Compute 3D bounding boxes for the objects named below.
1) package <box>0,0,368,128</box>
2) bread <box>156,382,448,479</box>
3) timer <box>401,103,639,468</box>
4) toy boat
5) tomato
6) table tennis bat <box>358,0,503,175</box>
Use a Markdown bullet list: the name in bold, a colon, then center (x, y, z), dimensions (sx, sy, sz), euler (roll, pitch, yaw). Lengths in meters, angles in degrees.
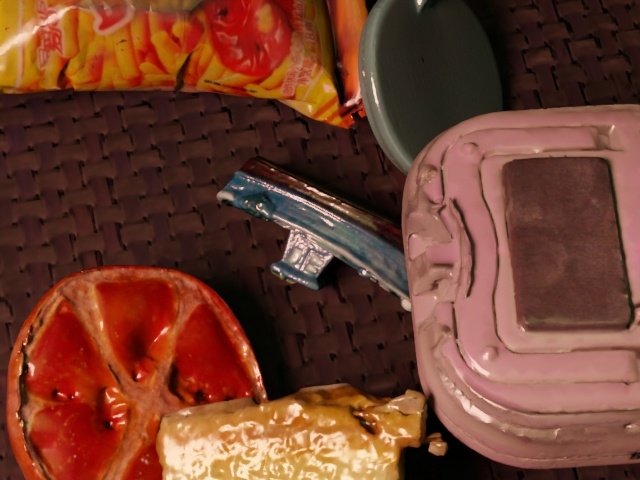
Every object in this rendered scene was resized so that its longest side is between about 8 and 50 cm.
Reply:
- **package**: center (-0.095, -0.175, 0.780), dimensions (0.288, 0.108, 0.224), euler (6, 78, -7)
- **bread**: center (-0.011, 0.152, 0.673), dimensions (0.152, 0.127, 0.147), euler (0, 75, -2)
- **timer**: center (0.143, 0.017, 0.678), dimensions (0.190, 0.069, 0.209), euler (-4, 59, -2)
- **toy boat**: center (0.000, 0.000, 0.760), dimensions (0.137, 0.060, 0.061), euler (25, 98, 5)
- **tomato**: center (-0.110, 0.090, 0.706), dimensions (0.155, 0.069, 0.156), euler (9, 72, -31)
- **table tennis bat**: center (0.060, -0.130, 0.765), dimensions (0.124, 0.033, 0.201), euler (-26, 102, -44)
